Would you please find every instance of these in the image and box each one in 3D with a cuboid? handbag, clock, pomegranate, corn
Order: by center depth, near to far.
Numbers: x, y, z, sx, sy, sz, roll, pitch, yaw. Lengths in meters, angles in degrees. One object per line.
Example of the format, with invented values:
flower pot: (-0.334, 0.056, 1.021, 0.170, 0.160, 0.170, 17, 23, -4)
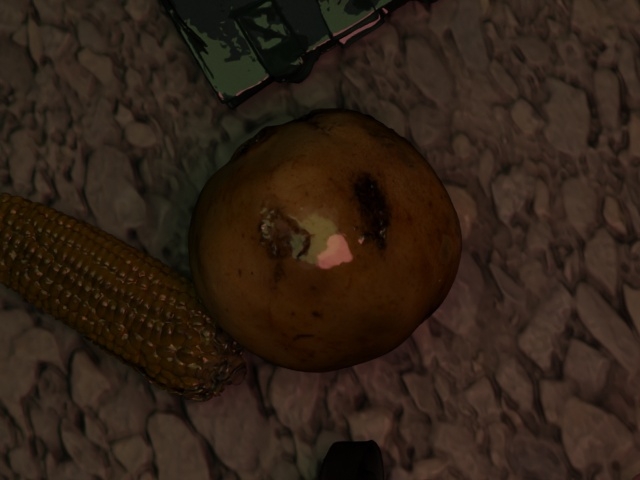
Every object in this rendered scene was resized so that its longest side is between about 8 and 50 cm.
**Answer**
clock: (0.024, 0.277, 1.624, 0.040, 0.184, 0.184, 4, 78, 14)
pomegranate: (0.000, 0.000, 1.654, 0.260, 0.260, 0.260, -1, 78, 5)
corn: (-0.207, 0.052, 1.733, 0.318, 0.115, 0.115, 30, 82, 10)
handbag: (-0.013, -0.308, 1.802, 0.326, 0.089, 0.238, -31, 78, -1)

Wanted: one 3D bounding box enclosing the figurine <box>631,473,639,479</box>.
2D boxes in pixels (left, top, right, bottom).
figurine: (0.454, 0.179, 1.593, 0.253, 0.211, 0.361, 25, 79, -22)
